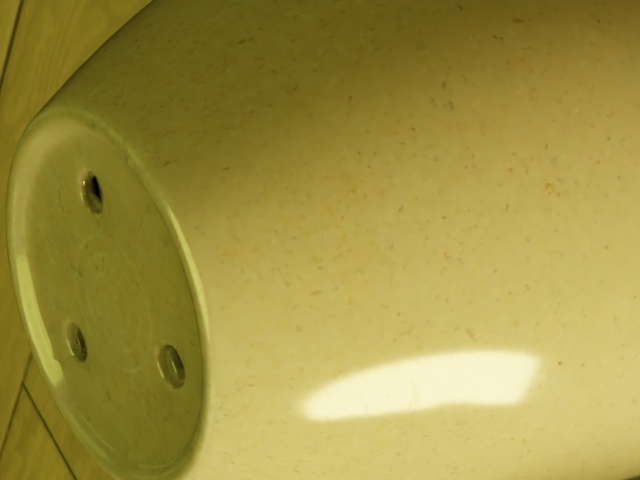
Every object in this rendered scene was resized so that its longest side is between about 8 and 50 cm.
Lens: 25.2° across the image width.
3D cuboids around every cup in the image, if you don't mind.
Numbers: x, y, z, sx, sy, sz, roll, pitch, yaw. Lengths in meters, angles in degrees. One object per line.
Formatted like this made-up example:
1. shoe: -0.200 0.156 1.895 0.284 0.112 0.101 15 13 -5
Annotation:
1. cup: 0.000 0.000 0.656 0.331 0.237 0.331 26 125 45
